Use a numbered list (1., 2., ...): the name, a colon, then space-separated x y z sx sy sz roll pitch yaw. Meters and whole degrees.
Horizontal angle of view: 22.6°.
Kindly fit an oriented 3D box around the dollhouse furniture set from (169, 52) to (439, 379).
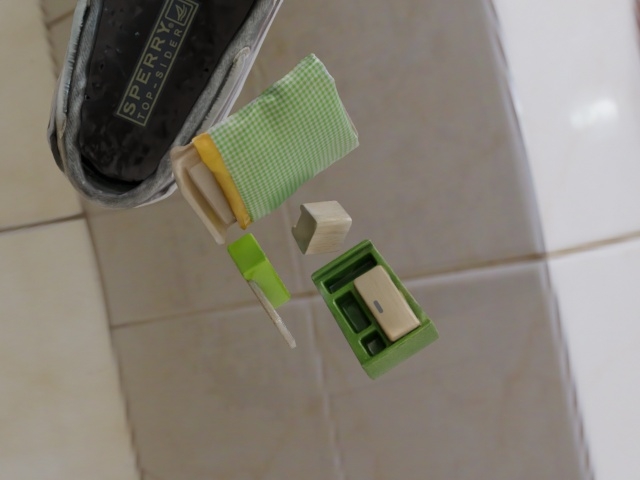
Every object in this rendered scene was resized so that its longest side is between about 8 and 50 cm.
1. dollhouse furniture set: 0.000 0.000 0.679 0.076 0.058 0.151 -33 145 -2

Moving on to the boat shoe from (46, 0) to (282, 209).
1. boat shoe: -0.048 -0.159 0.720 0.113 0.105 0.306 26 93 -7
